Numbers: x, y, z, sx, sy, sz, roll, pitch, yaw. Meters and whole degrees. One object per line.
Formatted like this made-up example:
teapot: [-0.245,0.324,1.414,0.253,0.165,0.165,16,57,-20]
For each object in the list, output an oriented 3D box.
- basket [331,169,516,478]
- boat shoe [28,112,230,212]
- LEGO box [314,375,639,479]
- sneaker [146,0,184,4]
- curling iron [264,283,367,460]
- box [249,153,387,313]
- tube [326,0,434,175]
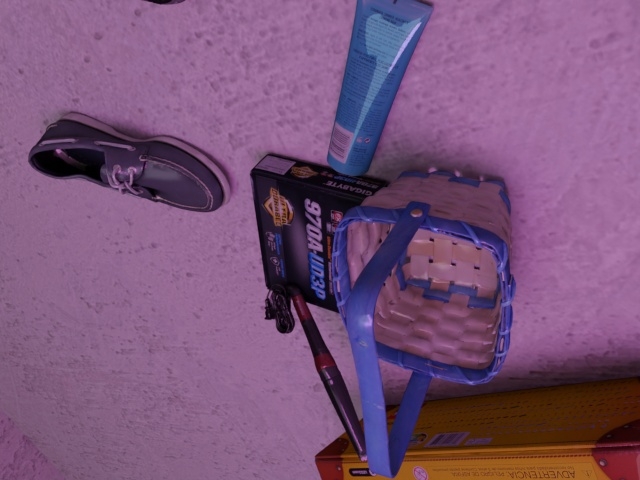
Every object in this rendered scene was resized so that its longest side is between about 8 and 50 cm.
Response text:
basket: [0.105,0.075,0.679,0.201,0.289,0.254,8,127,20]
boat shoe: [-0.285,-0.097,0.917,0.319,0.099,0.116,20,135,16]
LEGO box: [0.279,0.413,0.848,0.500,0.193,0.372,-20,91,42]
sneaker: [-0.243,-0.318,0.710,0.215,0.083,0.084,23,134,11]
curling iron: [0.001,0.182,0.884,0.068,0.035,0.274,-38,79,39]
box: [0.000,0.000,0.855,0.175,0.051,0.220,17,134,21]
tube: [0.053,-0.168,0.682,0.080,0.052,0.207,22,130,8]
